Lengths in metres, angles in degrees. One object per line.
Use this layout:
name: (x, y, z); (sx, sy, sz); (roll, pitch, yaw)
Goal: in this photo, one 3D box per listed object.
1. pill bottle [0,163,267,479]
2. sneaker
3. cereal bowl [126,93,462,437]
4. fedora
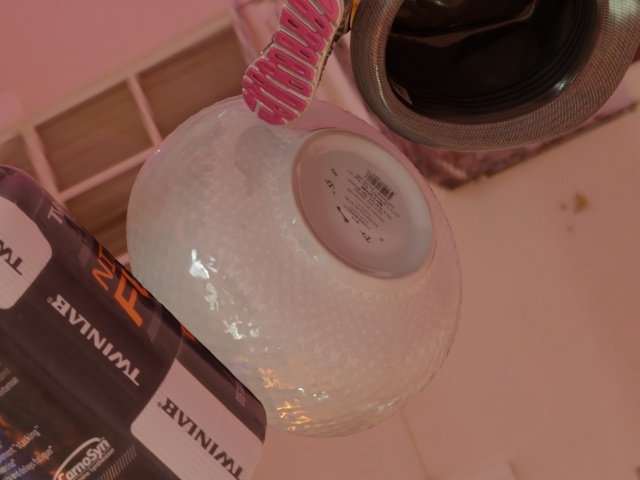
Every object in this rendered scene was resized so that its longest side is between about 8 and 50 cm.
pill bottle: (-0.151, 0.052, 0.689); (0.246, 0.130, 0.130); (47, -159, -20)
sneaker: (-0.013, -0.168, 1.177); (0.063, 0.170, 0.075); (33, -133, 4)
cereal bowl: (0.000, 0.000, 1.265); (0.339, 0.141, 0.339); (19, -128, -26)
fedora: (0.144, -0.208, 1.258); (0.124, 0.275, 0.244); (-116, 29, -47)
